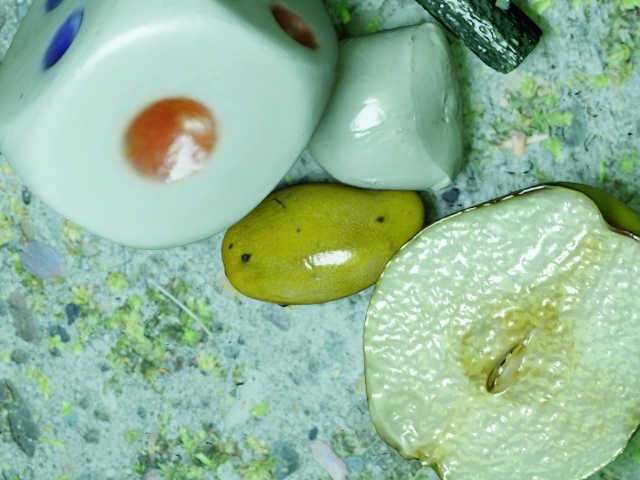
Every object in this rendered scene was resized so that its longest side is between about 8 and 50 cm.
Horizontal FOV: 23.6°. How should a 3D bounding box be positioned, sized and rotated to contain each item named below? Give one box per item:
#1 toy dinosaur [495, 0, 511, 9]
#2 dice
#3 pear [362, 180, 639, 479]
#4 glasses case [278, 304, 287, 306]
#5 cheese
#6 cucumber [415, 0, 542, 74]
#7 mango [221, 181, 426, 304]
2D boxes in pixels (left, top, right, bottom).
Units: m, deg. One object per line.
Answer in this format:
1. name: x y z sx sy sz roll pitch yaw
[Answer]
1. toy dinosaur: 0.210 -0.369 1.745 0.363 0.076 0.147 45 70 2
2. dice: -0.175 -0.190 1.709 0.277 0.304 0.304 29 117 -25
3. pear: 0.233 0.102 1.790 0.340 0.191 0.386 39 105 1
4. glasses case: -0.069 0.052 1.929 0.083 0.023 0.033 30 127 6
5. cheese: 0.066 -0.150 1.788 0.189 0.154 0.198 -3 103 18
6. cucumber: 0.148 -0.291 1.781 0.241 0.074 0.074 41 107 2
7. mango: -0.003 -0.002 1.832 0.262 0.157 0.109 -16 140 24
